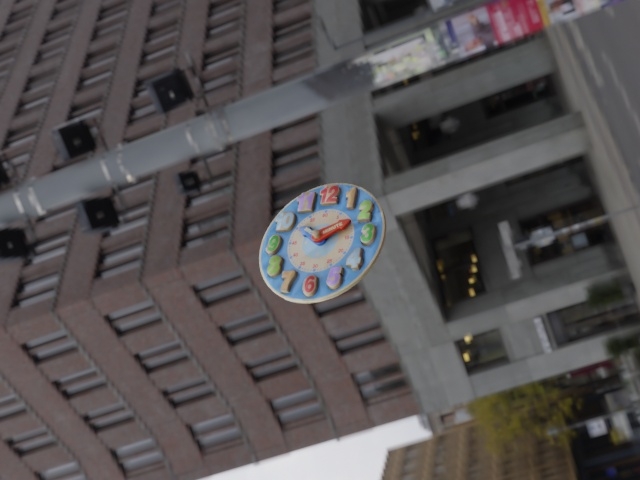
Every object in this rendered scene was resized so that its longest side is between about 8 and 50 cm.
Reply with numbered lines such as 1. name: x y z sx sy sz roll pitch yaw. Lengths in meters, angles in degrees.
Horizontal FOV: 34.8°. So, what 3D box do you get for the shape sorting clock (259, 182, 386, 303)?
1. shape sorting clock: 0.000 0.000 1.513 0.040 0.206 0.206 54 -159 -45
